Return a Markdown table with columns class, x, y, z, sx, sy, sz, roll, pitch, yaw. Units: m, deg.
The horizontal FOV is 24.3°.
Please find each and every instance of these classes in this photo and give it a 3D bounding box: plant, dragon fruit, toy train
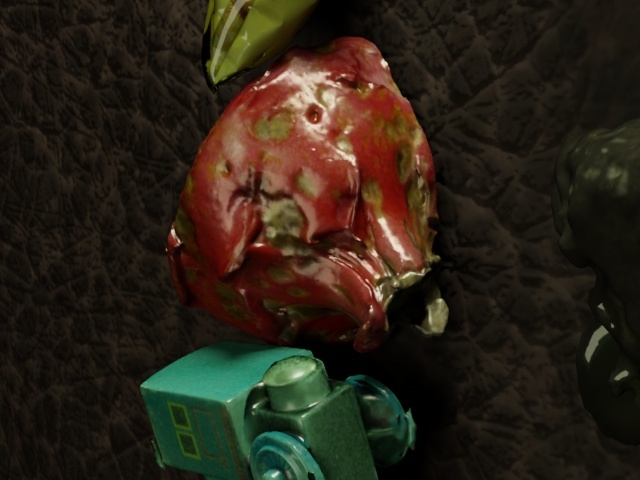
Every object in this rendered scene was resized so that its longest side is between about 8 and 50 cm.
| class | x | y | z | sx | sy | sz | roll | pitch | yaw |
| --- | --- | --- | --- | --- | --- | --- | --- | --- | --- |
| plant | 0.247 | -0.003 | 0.804 | 0.199 | 0.188 | 0.276 | 66 | 153 | 8 |
| dragon fruit | 0.000 | 0.000 | 1.091 | 0.211 | 0.134 | 0.262 | 34 | 119 | 31 |
| toy train | -0.015 | 0.218 | 1.113 | 0.194 | 0.120 | 0.298 | 3 | 114 | 46 |

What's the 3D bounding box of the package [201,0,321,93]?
| class | x | y | z | sx | sy | sz | roll | pitch | yaw |
| --- | --- | --- | --- | --- | --- | --- | --- | --- | --- |
| package | -0.019 | -0.227 | 1.079 | 0.090 | 0.168 | 0.226 | 25 | 124 | -4 |
